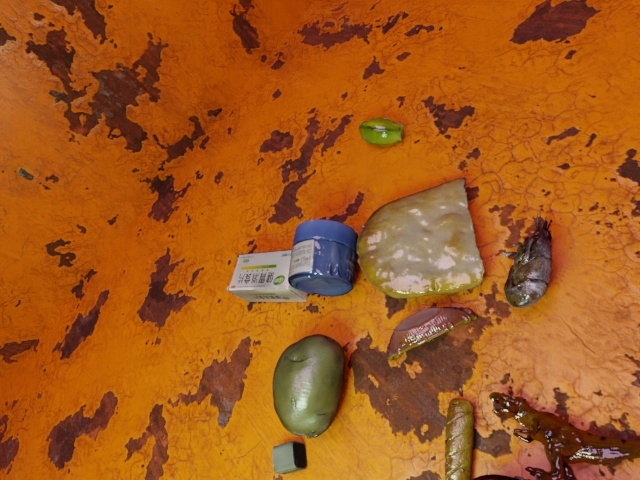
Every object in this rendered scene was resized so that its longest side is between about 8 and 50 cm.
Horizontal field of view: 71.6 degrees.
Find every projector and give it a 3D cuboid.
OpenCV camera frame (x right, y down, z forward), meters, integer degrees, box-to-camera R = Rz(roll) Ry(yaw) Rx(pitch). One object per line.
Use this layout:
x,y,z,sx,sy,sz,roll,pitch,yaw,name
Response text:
-0.100,0.709,1.447,0.082,0.083,0.083,-25,51,21,projector

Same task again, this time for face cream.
0.011,0.074,1.652,0.248,0.249,0.225,-8,62,32,face cream

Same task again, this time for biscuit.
0.342,0.014,1.540,0.445,0.104,0.430,-17,54,15,biscuit

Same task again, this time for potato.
-0.041,0.469,1.464,0.243,0.221,0.327,5,70,35,potato

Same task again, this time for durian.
0.254,-0.478,1.938,0.250,0.101,0.139,19,39,41,durian

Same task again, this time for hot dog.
0.380,0.578,1.210,0.087,0.061,0.286,-5,61,20,hot dog

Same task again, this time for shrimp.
0.630,0.052,1.324,0.116,0.145,0.343,27,64,1,shrimp

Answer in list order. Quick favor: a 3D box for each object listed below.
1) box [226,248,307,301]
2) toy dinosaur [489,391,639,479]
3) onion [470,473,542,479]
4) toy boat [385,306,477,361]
-0.208,0.151,1.834,0.332,0.145,0.173,-6,58,32,box
0.606,0.515,1.067,0.432,0.097,0.208,14,62,36,toy dinosaur
0.454,0.643,0.971,0.313,0.314,0.232,15,43,40,onion
0.332,0.281,1.410,0.317,0.099,0.141,-31,22,15,toy boat
